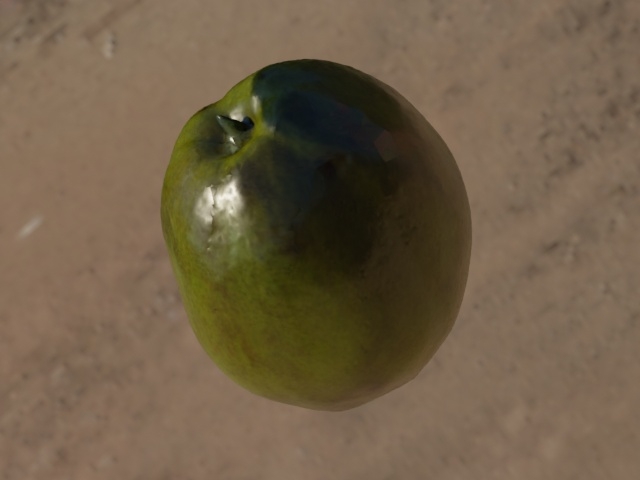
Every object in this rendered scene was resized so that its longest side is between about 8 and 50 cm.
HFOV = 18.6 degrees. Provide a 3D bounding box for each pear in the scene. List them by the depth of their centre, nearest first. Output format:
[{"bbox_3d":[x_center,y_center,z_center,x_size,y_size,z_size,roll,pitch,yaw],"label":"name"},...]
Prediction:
[{"bbox_3d":[0.000,0.000,1.628,0.269,0.321,0.269,-19,41,17],"label":"pear"}]
